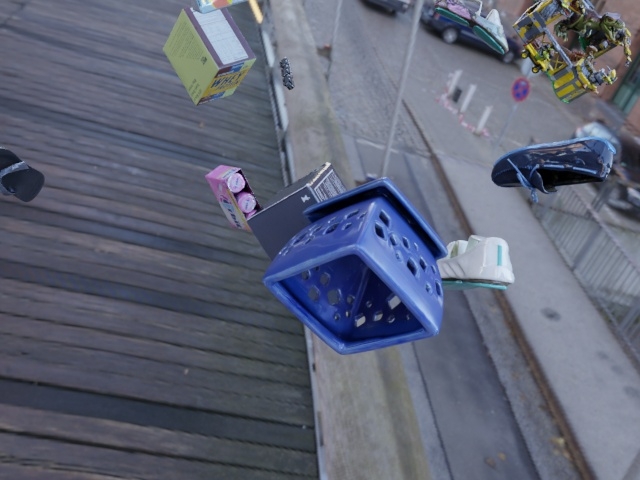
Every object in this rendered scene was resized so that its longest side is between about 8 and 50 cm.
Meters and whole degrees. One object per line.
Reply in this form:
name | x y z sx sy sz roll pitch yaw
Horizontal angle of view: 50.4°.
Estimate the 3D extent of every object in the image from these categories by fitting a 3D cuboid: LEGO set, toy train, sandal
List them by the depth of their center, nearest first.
LEGO set | 0.537 -0.443 1.323 0.331 0.192 0.255 -39 97 -42
sandal | -0.614 -0.127 1.351 0.054 0.097 0.254 30 1 7
toy train | -0.088 -0.447 1.822 0.036 0.027 0.158 46 21 -36

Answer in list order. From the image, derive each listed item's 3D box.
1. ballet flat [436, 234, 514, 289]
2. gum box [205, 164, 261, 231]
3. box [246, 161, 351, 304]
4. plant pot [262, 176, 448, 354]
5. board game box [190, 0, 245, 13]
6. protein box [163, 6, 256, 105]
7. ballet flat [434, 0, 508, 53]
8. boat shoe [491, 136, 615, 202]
ballet flat | 0.362 0.055 1.650 0.139 0.139 0.400 18 -7 -7
gum box | -0.234 -0.113 1.906 0.062 0.188 0.107 -41 33 -26
box | 0.000 0.000 1.633 0.296 0.183 0.294 59 16 -8
plant pot | 0.076 0.038 1.194 0.236 0.236 0.212 45 47 -26
board game box | -0.122 -0.395 0.905 0.142 0.144 0.275 -20 23 -5
protein box | -0.322 -0.537 1.956 0.136 0.200 0.201 -28 85 -35
ballet flat | 0.392 -0.558 1.704 0.222 0.079 0.077 33 4 1
boat shoe | 0.434 -0.134 1.317 0.109 0.258 0.089 22 70 -28
